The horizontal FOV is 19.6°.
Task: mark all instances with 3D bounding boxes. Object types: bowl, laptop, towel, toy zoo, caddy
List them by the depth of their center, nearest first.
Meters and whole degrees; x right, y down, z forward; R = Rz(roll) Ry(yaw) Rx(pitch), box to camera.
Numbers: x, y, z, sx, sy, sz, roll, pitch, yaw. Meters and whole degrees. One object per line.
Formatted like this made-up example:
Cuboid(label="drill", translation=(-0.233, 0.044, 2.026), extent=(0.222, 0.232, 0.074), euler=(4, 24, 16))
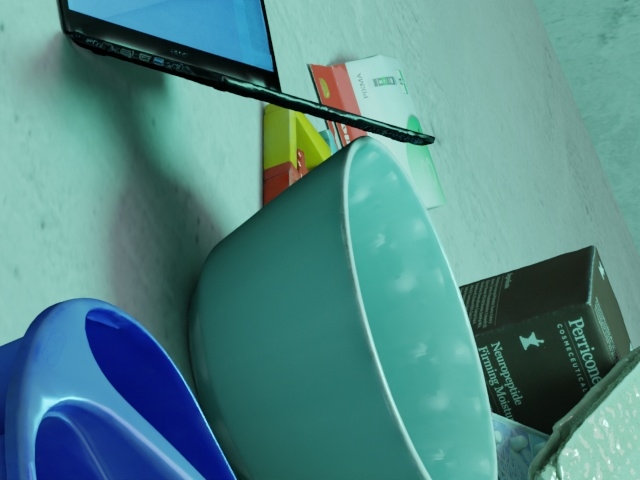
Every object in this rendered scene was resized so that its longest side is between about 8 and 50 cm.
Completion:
Cuboid(label="caddy", translation=(-0.099, 0.195, 0.934), extent=(0.241, 0.179, 0.341), euler=(-79, 147, -61))
Cuboid(label="laptop", translation=(-0.064, -0.180, 1.386), extent=(0.234, 0.264, 0.136), euler=(11, 96, -47))
Cuboid(label="bowl", translation=(0.009, 0.091, 1.420), extent=(0.311, 0.163, 0.311), euler=(-19, 90, -73))
Cuboid(label="toy zoo", translation=(0.000, 0.000, 1.723), extent=(0.293, 0.030, 0.192), euler=(-92, 157, -44))
Cuboid(label="towel", translation=(0.314, 0.239, 1.855), extent=(0.282, 0.049, 0.187), euler=(-36, 100, -46))

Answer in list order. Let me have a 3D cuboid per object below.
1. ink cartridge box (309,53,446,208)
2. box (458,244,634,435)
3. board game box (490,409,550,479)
Cuboid(label="ink cartridge box", translation=(0.065, -0.114, 2.022), extent=(0.225, 0.056, 0.181), euler=(-9, 81, -75))
Cuboid(label="box", translation=(0.229, 0.134, 2.024), extent=(0.167, 0.203, 0.168), euler=(-65, 134, -66))
Cuboid(label="board game box", translation=(0.243, 0.360, 1.799), extent=(0.390, 0.050, 0.390), euler=(24, 51, -40))
